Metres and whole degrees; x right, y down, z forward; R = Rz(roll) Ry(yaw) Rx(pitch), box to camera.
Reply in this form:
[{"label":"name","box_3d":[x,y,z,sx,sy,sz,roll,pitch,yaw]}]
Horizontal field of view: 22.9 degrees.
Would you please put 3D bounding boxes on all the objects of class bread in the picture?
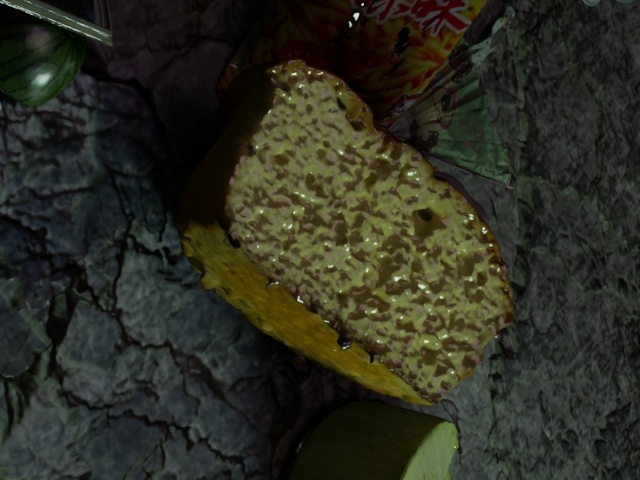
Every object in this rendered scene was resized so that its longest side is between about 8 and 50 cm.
[{"label":"bread","box_3d":[0.000,0.000,1.358,0.340,0.179,0.194,41,65,-32]}]

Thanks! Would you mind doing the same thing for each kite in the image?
[{"label":"kite","box_3d":[0.130,-0.174,1.620,0.268,0.013,0.323,-39,118,-39]}]

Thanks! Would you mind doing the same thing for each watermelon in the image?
[{"label":"watermelon","box_3d":[-0.215,-0.159,1.207,0.105,0.062,0.105,35,47,-50]}]

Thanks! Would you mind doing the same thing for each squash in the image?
[{"label":"squash","box_3d":[0.069,0.260,1.481,0.220,0.133,0.220,-5,96,-52]}]

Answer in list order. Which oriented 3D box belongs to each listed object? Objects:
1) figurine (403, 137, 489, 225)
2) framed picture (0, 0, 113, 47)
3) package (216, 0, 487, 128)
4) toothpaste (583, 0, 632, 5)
[{"label":"figurine","box_3d":[0.106,0.020,1.531,0.137,0.112,0.229,-20,115,-50]},{"label":"framed picture","box_3d":[-0.218,-0.245,1.194,0.142,0.011,0.183,18,53,-46]},{"label":"package","box_3d":[0.042,-0.208,1.402,0.223,0.108,0.288,10,126,-43]},{"label":"toothpaste","box_3d":[0.408,-0.295,1.732,0.096,0.266,0.061,-33,116,-43]}]
